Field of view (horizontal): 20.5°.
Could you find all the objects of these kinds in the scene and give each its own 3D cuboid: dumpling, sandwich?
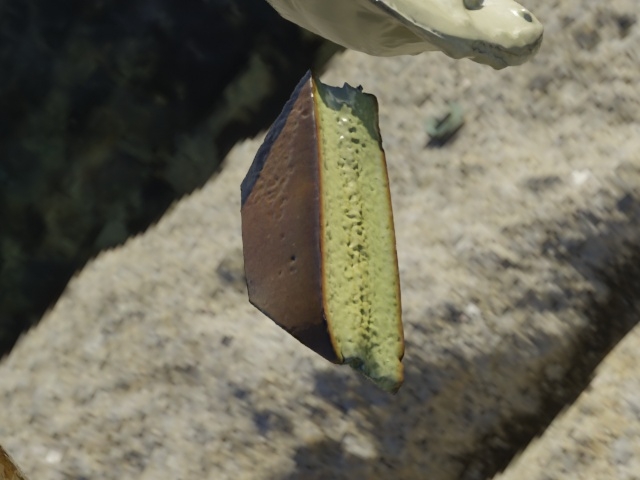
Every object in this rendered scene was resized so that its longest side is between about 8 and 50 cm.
[{"bbox_3d":[0.009,-0.266,1.516,0.395,0.315,0.233,44,117,10],"label":"dumpling"},{"bbox_3d":[0.000,0.000,1.345,0.096,0.094,0.258,-28,52,35],"label":"sandwich"}]

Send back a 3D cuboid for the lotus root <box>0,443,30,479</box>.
[{"bbox_3d":[-0.277,0.155,1.301,0.078,0.329,0.167,-46,16,-16],"label":"lotus root"}]
